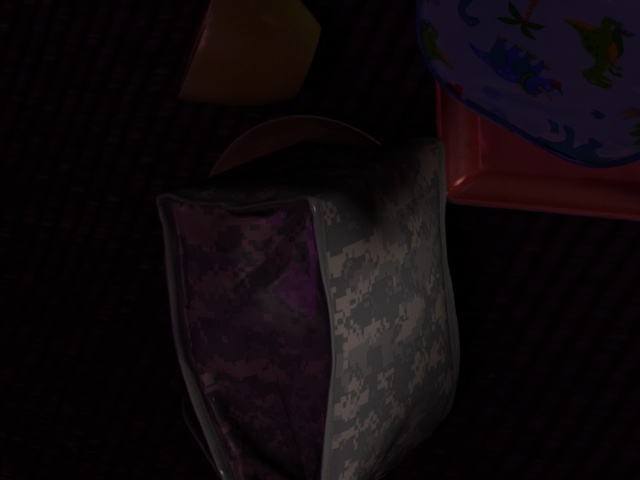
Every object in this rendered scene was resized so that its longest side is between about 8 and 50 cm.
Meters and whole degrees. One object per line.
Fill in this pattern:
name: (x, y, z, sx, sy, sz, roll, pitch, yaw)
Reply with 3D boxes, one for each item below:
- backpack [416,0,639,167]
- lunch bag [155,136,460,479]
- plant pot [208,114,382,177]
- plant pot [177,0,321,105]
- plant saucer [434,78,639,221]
backpack: (0.199, -0.210, 0.841, 0.290, 0.355, 0.273, 27, 75, -1)
lunch bag: (0.002, 0.076, 1.105, 0.169, 0.235, 0.287, 1, 106, 29)
plant pot: (0.000, 0.000, 1.240, 0.236, 0.032, 0.236, 8, 109, 23)
plant pot: (-0.055, -0.168, 1.169, 0.095, 0.134, 0.134, 20, 117, -9)
plant saucer: (0.212, -0.148, 1.066, 0.259, 0.047, 0.259, 6, 109, 31)
